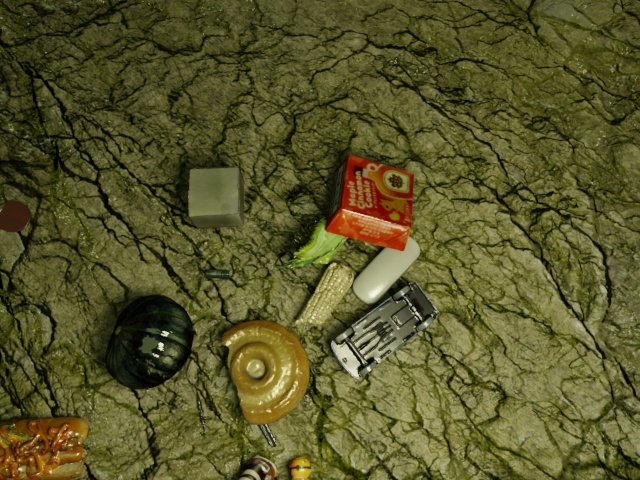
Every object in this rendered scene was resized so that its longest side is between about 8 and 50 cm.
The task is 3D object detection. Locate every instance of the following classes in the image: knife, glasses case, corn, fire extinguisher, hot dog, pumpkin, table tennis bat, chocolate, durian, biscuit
[{"bbox_3d":[-0.147,0.492,1.472,0.031,0.018,0.121,-29,77,-6],"label":"knife"},{"bbox_3d":[0.187,0.081,1.575,0.092,0.059,0.233,40,78,13],"label":"glasses case"},{"bbox_3d":[0.017,0.159,1.539,0.087,0.087,0.210,29,77,9],"label":"corn"},{"bbox_3d":[-0.305,0.100,1.588,0.083,0.025,0.038,3,96,1],"label":"fire extinguisher"},{"bbox_3d":[-0.768,0.533,1.408,0.349,0.117,0.158,-2,72,0],"label":"hot dog"},{"bbox_3d":[-0.443,0.271,1.455,0.250,0.216,0.249,-16,50,20],"label":"pumpkin"},{"bbox_3d":[-0.938,-0.080,1.651,0.158,0.014,0.095,22,76,4],"label":"table tennis bat"},{"bbox_3d":[0.148,-0.111,1.562,0.235,0.108,0.237,15,56,-7],"label":"chocolate"},{"bbox_3d":[0.000,-0.005,1.567,0.132,0.106,0.375,45,56,3],"label":"durian"},{"bbox_3d":[-0.139,0.332,1.474,0.213,0.091,0.274,-23,67,-8],"label":"biscuit"}]

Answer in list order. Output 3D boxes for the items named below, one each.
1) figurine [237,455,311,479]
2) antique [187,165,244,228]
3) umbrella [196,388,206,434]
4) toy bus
[{"bbox_3d":[-0.073,0.683,1.320,0.323,0.196,0.320,10,67,14],"label":"figurine"},{"bbox_3d":[-0.295,-0.121,1.591,0.147,0.148,0.151,-3,74,0],"label":"antique"},{"bbox_3d":[-0.319,0.458,1.485,0.022,0.013,0.122,-16,74,18],"label":"umbrella"},{"bbox_3d":[0.165,0.242,1.489,0.292,0.133,0.125,-35,81,-12],"label":"toy bus"}]
